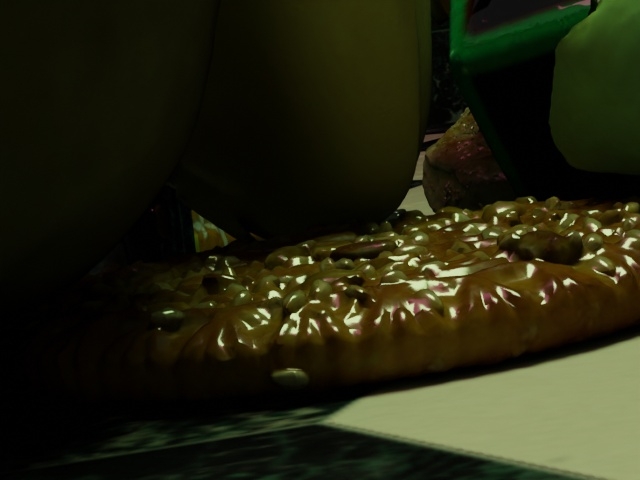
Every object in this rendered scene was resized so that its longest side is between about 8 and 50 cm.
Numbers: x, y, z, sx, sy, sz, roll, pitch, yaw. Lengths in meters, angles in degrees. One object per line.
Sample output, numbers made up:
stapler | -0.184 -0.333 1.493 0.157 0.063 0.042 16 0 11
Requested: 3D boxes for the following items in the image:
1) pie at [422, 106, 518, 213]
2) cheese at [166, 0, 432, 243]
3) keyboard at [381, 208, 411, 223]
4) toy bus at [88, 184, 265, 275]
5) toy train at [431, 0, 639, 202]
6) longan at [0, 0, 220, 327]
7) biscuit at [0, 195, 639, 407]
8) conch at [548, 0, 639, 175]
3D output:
pie | 0.153 -0.050 0.945 0.193 0.079 0.163 -10 19 16
cheese | -0.060 -0.146 0.760 0.259 0.316 0.128 25 60 17
keyboard | 0.000 0.000 0.983 0.061 0.013 0.204 -6 5 21
toy bus | -0.194 -0.051 1.065 0.323 0.162 0.194 -4 6 28
toy train | 0.213 -0.155 0.811 0.429 0.178 0.249 -16 40 23
longan | -0.210 -0.088 0.539 0.361 0.361 0.361 -8 5 1
biscuit | 0.012 0.015 0.657 0.305 0.038 0.305 -8 5 1
conch | 0.203 -0.081 0.621 0.250 0.137 0.143 19 -16 32
